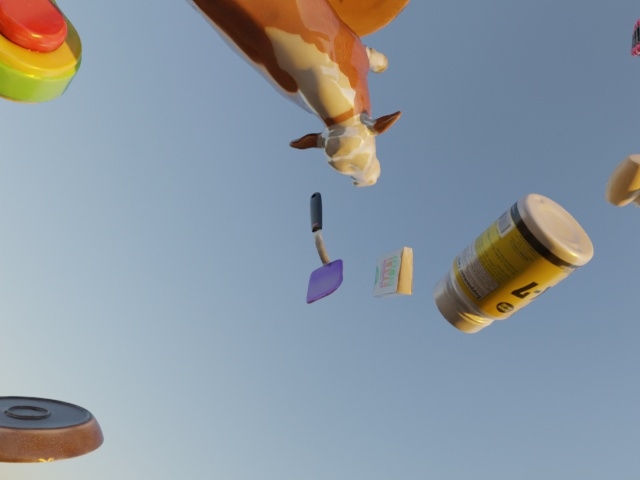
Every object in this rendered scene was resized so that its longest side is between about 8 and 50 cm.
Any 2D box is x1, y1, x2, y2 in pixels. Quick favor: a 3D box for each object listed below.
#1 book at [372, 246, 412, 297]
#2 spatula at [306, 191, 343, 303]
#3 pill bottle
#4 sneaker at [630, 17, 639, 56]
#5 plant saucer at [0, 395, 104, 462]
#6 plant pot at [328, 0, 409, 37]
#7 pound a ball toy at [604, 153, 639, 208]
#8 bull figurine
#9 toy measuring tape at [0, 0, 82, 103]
[{"bbox_3d":[0.155,0.071,0.972,0.035,0.096,0.144,11,-13,-12],"label":"book"},{"bbox_3d":[0.000,0.000,0.942,0.084,0.296,0.030,-26,-43,22],"label":"spatula"},{"bbox_3d":[0.267,0.041,0.658,0.119,0.119,0.208,38,-50,2],"label":"pill bottle"},{"bbox_3d":[0.397,-0.243,0.506,0.057,0.119,0.047,5,-93,10],"label":"sneaker"},{"bbox_3d":[-0.327,0.202,0.499,0.168,0.029,0.168,10,-11,2],"label":"plant saucer"},{"bbox_3d":[0.025,-0.405,0.602,0.291,0.203,0.291,-3,-47,-3],"label":"plant pot"},{"bbox_3d":[0.591,-0.023,0.672,0.319,0.208,0.135,41,-37,21],"label":"pound a ball toy"},{"bbox_3d":[-0.025,-0.197,0.444,0.101,0.188,0.310,-38,-82,26],"label":"bull figurine"},{"bbox_3d":[-0.306,-0.248,0.531,0.121,0.330,0.121,11,-47,12],"label":"toy measuring tape"}]
